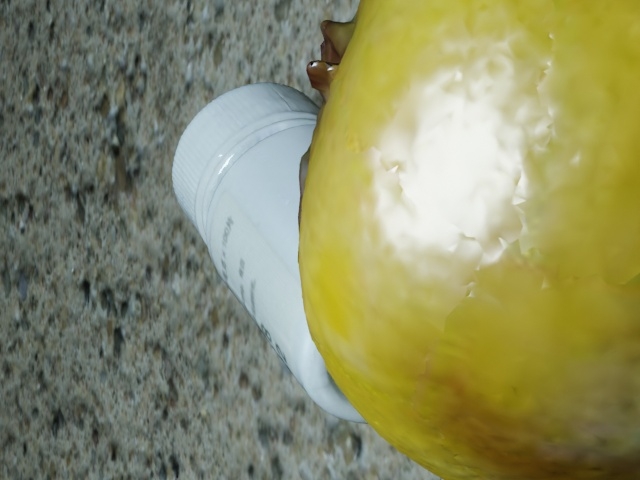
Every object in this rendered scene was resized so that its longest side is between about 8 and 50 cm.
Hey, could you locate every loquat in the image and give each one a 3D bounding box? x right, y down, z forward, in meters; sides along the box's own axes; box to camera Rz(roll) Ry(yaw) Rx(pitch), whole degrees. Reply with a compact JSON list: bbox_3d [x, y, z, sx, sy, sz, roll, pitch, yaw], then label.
[{"bbox_3d":[0.160,-0.030,0.813,0.328,0.359,0.328,16,-90,-80],"label":"loquat"}]

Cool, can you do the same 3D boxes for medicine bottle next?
[{"bbox_3d":[0.000,0.000,1.248,0.252,0.144,0.144,51,132,46],"label":"medicine bottle"}]

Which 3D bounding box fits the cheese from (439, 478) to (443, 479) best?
[{"bbox_3d":[0.110,0.096,1.139,0.085,0.034,0.400,-121,37,-66],"label":"cheese"}]
